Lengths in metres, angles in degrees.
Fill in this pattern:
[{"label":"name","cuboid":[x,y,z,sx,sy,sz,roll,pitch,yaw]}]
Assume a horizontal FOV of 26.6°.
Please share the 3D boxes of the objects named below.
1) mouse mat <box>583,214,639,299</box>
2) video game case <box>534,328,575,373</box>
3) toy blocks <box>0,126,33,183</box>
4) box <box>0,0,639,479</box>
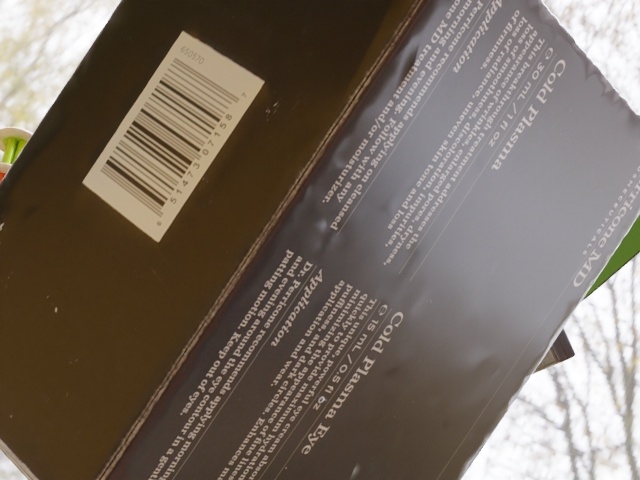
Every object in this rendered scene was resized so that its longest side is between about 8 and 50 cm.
[{"label":"mouse mat","cuboid":[0.210,-0.002,1.095,0.190,0.007,0.153,-44,-40,22]},{"label":"video game case","cuboid":[0.174,0.055,1.423,0.274,0.026,0.196,122,-55,-75]},{"label":"toy blocks","cuboid":[-0.346,-0.031,1.482,0.054,0.148,0.123,10,-32,-5]},{"label":"box","cuboid":[0.000,0.000,0.789,0.179,0.343,0.312,35,2,37]}]
